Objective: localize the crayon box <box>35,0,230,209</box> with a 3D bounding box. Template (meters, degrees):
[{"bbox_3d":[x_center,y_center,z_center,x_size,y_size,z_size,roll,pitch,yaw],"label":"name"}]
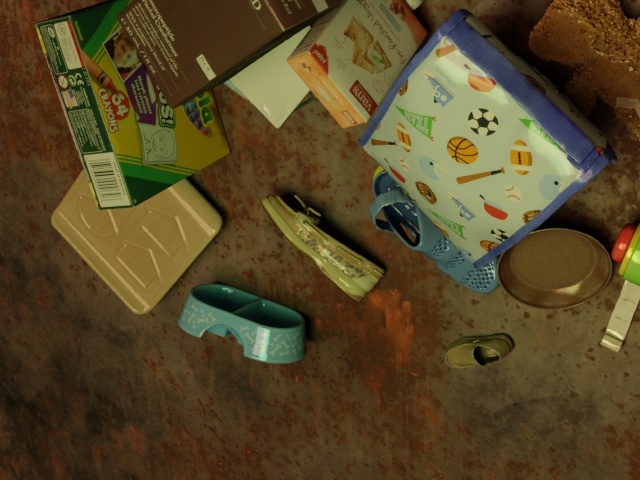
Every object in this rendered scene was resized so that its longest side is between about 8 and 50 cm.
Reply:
[{"bbox_3d":[-0.347,-0.283,1.972,0.106,0.313,0.363,-2,112,35],"label":"crayon box"}]

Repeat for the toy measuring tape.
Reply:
[{"bbox_3d":[0.535,0.073,1.744,0.121,0.121,0.330,25,124,19],"label":"toy measuring tape"}]

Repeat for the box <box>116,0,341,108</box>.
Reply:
[{"bbox_3d":[-0.157,-0.369,1.646,0.381,0.143,0.191,-22,101,52],"label":"box"}]

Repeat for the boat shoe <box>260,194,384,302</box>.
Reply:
[{"bbox_3d":[0.000,0.000,2.052,0.285,0.104,0.089,44,90,0],"label":"boat shoe"}]

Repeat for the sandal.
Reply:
[{"bbox_3d":[0.201,-0.010,1.891,0.317,0.138,0.126,39,125,7],"label":"sandal"}]

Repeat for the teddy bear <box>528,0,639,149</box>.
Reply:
[{"bbox_3d":[0.492,-0.267,1.622,0.338,0.113,0.245,28,134,8],"label":"teddy bear"}]

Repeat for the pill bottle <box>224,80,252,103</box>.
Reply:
[{"bbox_3d":[-0.130,-0.314,1.970,0.160,0.087,0.087,35,126,11],"label":"pill bottle"}]

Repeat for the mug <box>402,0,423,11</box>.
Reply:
[{"bbox_3d":[0.144,-0.426,1.778,0.062,0.078,0.064,-43,98,-4],"label":"mug"}]

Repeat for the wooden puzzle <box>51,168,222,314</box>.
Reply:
[{"bbox_3d":[-0.403,-0.051,2.276,0.322,0.080,0.348,46,123,3],"label":"wooden puzzle"}]

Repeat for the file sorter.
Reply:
[{"bbox_3d":[-0.081,-0.386,1.851,0.277,0.173,0.193,46,128,4],"label":"file sorter"}]

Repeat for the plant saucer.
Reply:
[{"bbox_3d":[0.412,0.042,1.815,0.198,0.036,0.198,4,133,4],"label":"plant saucer"}]

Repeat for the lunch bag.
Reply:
[{"bbox_3d":[0.270,-0.170,1.635,0.328,0.239,0.385,45,164,5],"label":"lunch bag"}]

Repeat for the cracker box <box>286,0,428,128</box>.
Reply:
[{"bbox_3d":[0.065,-0.323,1.707,0.156,0.232,0.067,47,150,-25],"label":"cracker box"}]

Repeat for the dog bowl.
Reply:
[{"bbox_3d":[-0.162,0.171,2.188,0.297,0.166,0.074,19,110,23],"label":"dog bowl"}]

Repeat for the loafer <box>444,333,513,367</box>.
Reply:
[{"bbox_3d":[0.301,0.218,1.995,0.148,0.050,0.056,-22,100,36],"label":"loafer"}]
